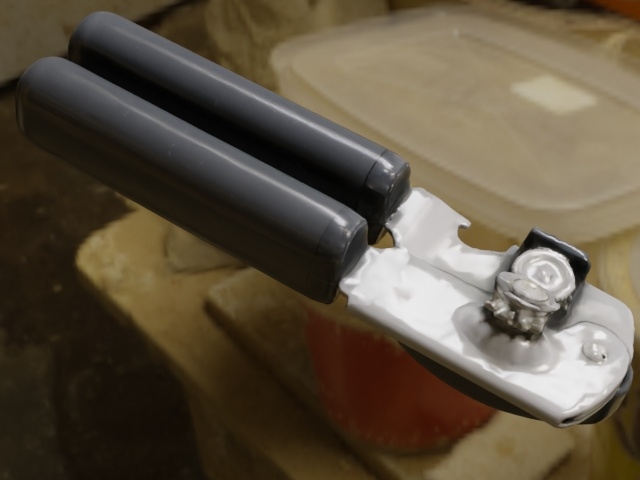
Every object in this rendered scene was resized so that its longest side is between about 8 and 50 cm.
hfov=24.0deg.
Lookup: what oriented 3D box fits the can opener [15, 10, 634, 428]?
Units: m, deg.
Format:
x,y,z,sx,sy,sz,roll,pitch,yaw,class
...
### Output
x,y,z,sx,sy,sz,roll,pitch,yaw,class
0.000,0.000,0.625,0.280,0.093,0.074,30,49,9,can opener
